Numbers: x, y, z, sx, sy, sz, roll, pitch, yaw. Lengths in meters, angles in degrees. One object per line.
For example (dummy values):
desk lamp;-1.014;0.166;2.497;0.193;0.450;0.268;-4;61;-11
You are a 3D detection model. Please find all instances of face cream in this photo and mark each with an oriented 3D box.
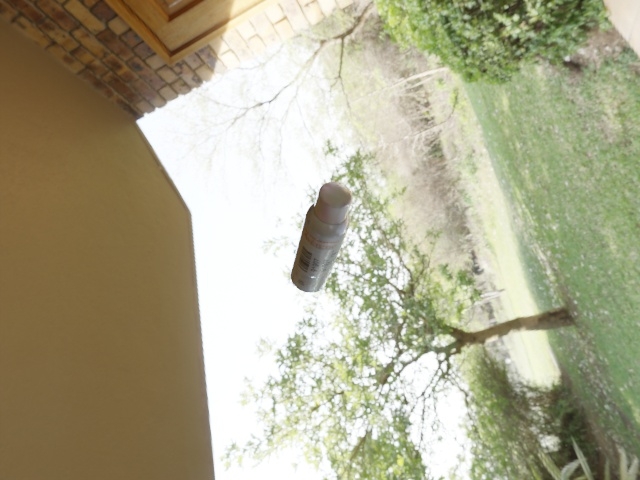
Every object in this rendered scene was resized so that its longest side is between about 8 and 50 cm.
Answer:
face cream;0.000;0.000;0.760;0.269;0.082;0.082;107;157;-53
